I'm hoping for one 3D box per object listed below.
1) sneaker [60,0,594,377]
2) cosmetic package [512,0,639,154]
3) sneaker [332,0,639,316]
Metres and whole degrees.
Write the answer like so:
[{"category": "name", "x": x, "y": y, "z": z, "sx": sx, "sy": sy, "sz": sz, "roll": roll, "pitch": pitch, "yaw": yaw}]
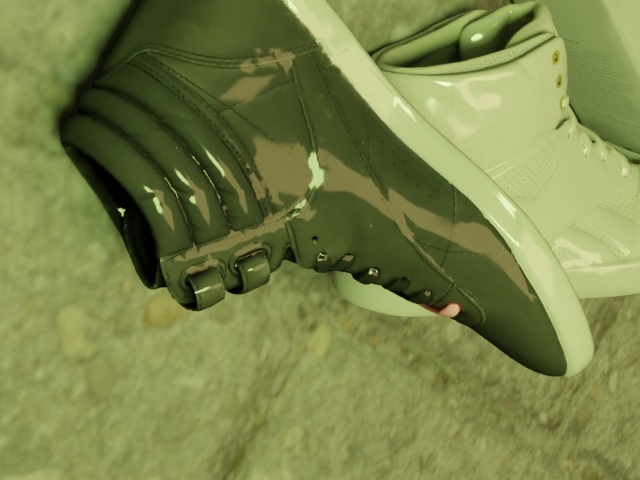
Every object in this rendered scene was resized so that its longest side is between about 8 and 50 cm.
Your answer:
[{"category": "sneaker", "x": 0.000, "y": 0.000, "z": 0.627, "sx": 0.296, "sy": 0.104, "sz": 0.147, "roll": 45, "pitch": 79, "yaw": -18}, {"category": "cosmetic package", "x": 0.203, "y": -0.154, "z": 0.842, "sx": 0.117, "sy": 0.085, "sz": 0.231, "roll": -58, "pitch": 141, "yaw": -11}, {"category": "sneaker", "x": 0.147, "y": -0.058, "z": 0.782, "sx": 0.293, "sy": 0.108, "sz": 0.169, "roll": -9, "pitch": 115, "yaw": -32}]
